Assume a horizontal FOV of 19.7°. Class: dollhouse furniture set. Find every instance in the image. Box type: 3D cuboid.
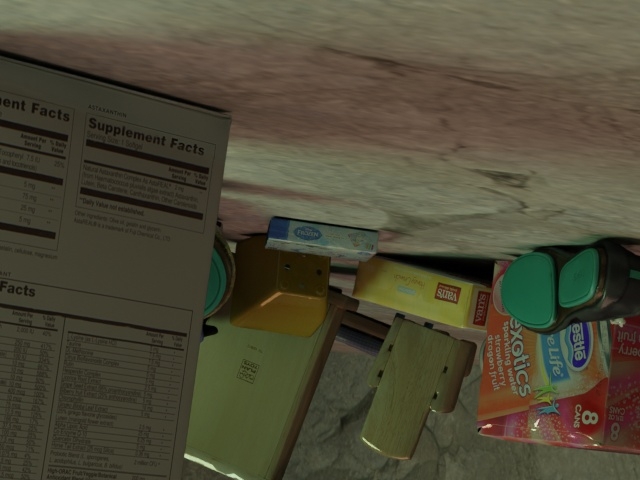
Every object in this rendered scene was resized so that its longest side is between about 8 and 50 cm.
[{"bbox_3d":[0.018,0.154,1.859,0.286,0.198,0.303,21,180,19],"label":"dollhouse furniture set"}]

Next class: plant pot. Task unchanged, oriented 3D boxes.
[{"bbox_3d":[-0.029,0.035,1.668,0.081,0.081,0.083,10,162,-19],"label":"plant pot"}]

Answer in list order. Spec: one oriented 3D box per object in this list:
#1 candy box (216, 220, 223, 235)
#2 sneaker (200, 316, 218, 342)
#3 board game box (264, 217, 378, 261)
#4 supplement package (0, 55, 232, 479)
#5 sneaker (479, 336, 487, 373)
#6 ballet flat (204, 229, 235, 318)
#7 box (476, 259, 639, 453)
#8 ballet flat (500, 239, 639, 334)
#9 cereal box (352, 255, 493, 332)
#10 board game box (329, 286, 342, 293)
[{"bbox_3d":[-0.183,-0.003,1.511,0.165,0.070,0.196,7,175,10],"label":"candy box"},{"bbox_3d":[-0.174,0.072,1.653,0.182,0.127,0.315,-7,-143,-7],"label":"sneaker"},{"bbox_3d":[0.000,0.000,1.542,0.090,0.020,0.090,9,174,-3],"label":"board game box"},{"bbox_3d":[-0.197,0.044,0.999,0.198,0.262,0.199,12,174,-40],"label":"supplement package"},{"bbox_3d":[0.308,0.108,1.887,0.282,0.102,0.161,-3,171,-1],"label":"sneaker"},{"bbox_3d":[-0.234,-0.017,1.321,0.348,0.123,0.123,9,174,-16],"label":"ballet flat"},{"bbox_3d":[0.289,0.112,1.591,0.300,0.154,0.142,13,173,-42],"label":"box"},{"bbox_3d":[0.203,0.038,1.415,0.074,0.074,0.203,9,172,-14],"label":"ballet flat"},{"bbox_3d":[0.173,0.062,1.716,0.240,0.047,0.173,12,-179,-36],"label":"cereal box"},{"bbox_3d":[-0.116,0.056,2.164,0.165,0.042,0.243,3,173,43],"label":"board game box"}]
